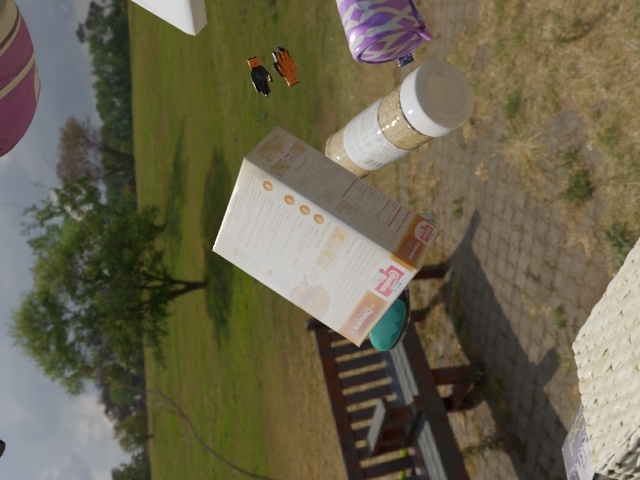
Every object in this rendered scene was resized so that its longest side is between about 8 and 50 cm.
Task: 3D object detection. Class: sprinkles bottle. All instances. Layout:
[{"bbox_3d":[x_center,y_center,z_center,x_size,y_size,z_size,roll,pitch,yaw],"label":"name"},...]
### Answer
[{"bbox_3d":[0.133,-0.212,1.153,0.355,0.121,0.121,158,108,-63],"label":"sprinkles bottle"}]

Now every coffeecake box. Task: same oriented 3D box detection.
[{"bbox_3d":[0.000,0.000,0.605,0.068,0.185,0.142,-53,-5,-43],"label":"coffeecake box"}]

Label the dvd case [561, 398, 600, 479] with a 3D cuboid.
[{"bbox_3d":[0.532,0.413,1.229,0.165,0.018,0.221,-73,-12,-57],"label":"dvd case"}]

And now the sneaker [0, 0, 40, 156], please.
[{"bbox_3d":[-0.342,-0.078,0.510,0.282,0.102,0.161,-51,-8,-25],"label":"sneaker"}]

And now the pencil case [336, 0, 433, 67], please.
[{"bbox_3d":[0.052,-0.294,0.657,0.088,0.086,0.206,-19,87,34],"label":"pencil case"}]

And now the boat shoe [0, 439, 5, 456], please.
[{"bbox_3d":[-0.642,0.303,0.999,0.079,0.254,0.095,-57,3,-1],"label":"boat shoe"}]

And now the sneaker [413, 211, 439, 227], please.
[{"bbox_3d":[0.206,-0.035,1.539,0.083,0.190,0.071,-75,-25,-47],"label":"sneaker"}]

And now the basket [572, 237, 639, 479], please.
[{"bbox_3d":[0.614,0.205,0.985,0.328,0.266,0.331,-72,-4,-49],"label":"basket"}]

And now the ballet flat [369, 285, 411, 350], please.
[{"bbox_3d":[0.124,0.080,1.041,0.079,0.076,0.222,-37,-50,-56],"label":"ballet flat"}]

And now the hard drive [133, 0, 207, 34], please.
[{"bbox_3d":[-0.281,-0.475,0.866,0.047,0.233,0.353,-55,-9,-19],"label":"hard drive"}]

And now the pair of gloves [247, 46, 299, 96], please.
[{"bbox_3d":[-0.086,-0.305,1.103,0.010,0.083,0.074,-121,8,-70],"label":"pair of gloves"}]
